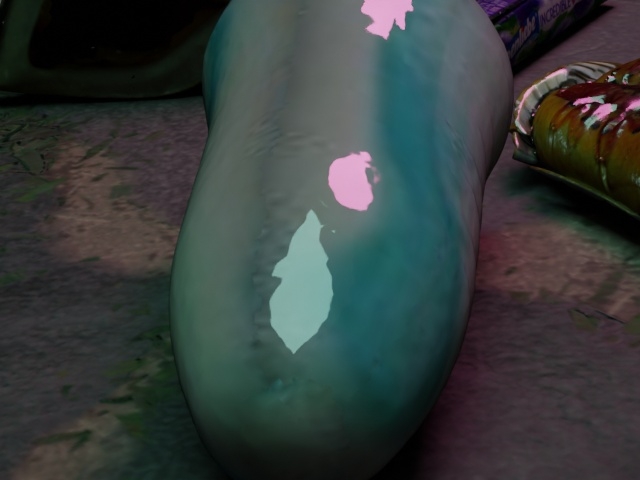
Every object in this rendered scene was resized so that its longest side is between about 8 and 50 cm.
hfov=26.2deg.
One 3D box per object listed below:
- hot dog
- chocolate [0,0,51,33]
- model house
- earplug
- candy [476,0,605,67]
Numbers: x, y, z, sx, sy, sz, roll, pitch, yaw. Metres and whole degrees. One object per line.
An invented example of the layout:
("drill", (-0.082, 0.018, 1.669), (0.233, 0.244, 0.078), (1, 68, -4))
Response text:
("hot dog", (0.236, -0.060, 0.838), (0.163, 0.081, 0.270), (-18, 28, -27))
("chocolate", (-0.318, -0.171, 1.124), (0.110, 0.110, 0.291), (6, 18, 21))
("model house", (-0.130, -0.227, 1.166), (0.268, 0.173, 0.239), (3, 20, 4))
("earplug", (0.000, 0.000, 0.680), (0.185, 0.185, 0.324), (0, 33, 9))
("candy", (0.143, -0.182, 1.118), (0.088, 0.061, 0.312), (12, 30, 32))
